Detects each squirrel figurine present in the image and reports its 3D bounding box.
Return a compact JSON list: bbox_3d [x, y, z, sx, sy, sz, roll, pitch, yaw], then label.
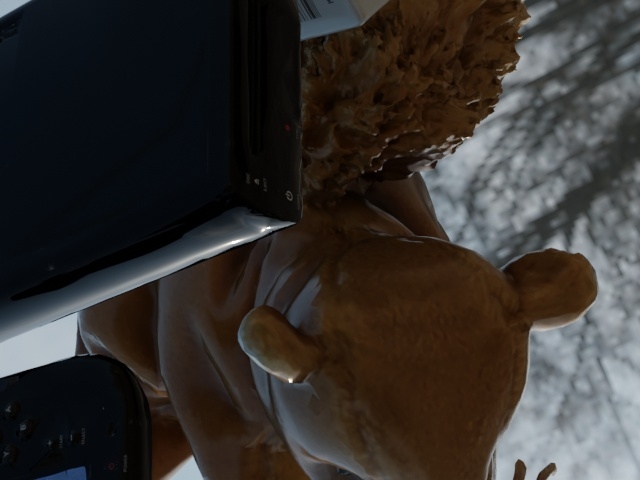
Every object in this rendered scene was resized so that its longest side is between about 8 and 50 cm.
[{"bbox_3d":[0.000,0.000,1.028,0.370,0.281,0.396,-160,66,-78],"label":"squirrel figurine"}]

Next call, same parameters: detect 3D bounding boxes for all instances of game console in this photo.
[{"bbox_3d":[-0.094,0.063,0.653,0.044,0.213,0.361,23,-125,-43],"label":"game console"}]

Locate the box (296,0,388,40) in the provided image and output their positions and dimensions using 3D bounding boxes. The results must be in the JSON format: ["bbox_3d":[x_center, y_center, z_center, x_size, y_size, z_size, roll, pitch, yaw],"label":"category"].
[{"bbox_3d":[-0.012,-0.161,0.890,0.087,0.101,0.102,-44,-65,-38],"label":"box"}]
